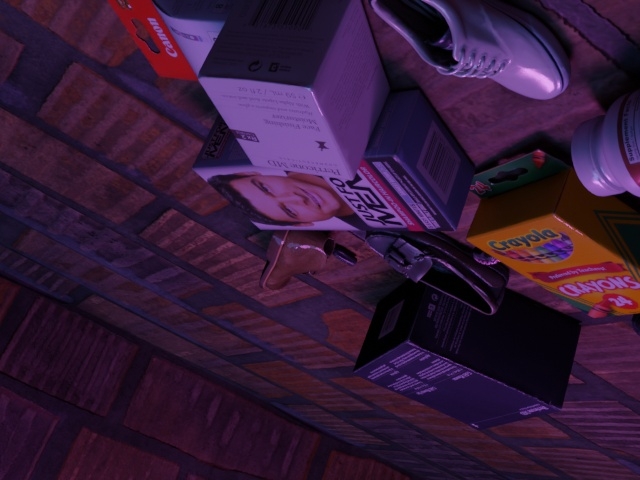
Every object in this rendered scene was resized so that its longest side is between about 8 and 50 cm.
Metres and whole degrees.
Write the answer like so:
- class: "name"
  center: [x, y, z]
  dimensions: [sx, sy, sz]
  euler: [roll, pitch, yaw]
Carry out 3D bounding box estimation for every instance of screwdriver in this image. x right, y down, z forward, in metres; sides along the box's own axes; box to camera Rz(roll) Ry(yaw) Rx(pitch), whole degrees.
- class: "screwdriver"
  center: [0.000, 0.000, 1.515]
  dimensions: [0.170, 0.024, 0.025]
  euler: [33, -176, -11]

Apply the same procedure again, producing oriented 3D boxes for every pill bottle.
- class: "pill bottle"
  center: [0.381, -0.111, 0.818]
  dimensions: [0.121, 0.121, 0.216]
  euler: [33, 154, -25]

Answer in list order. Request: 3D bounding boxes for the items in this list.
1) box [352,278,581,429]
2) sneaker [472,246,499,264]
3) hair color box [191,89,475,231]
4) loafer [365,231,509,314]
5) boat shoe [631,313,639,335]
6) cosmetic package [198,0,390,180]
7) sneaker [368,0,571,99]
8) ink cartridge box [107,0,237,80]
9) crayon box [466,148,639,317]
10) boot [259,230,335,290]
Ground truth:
- class: "box"
  center: [0.277, 0.220, 1.549]
  dimensions: [0.313, 0.178, 0.343]
  euler: [26, 157, -6]
- class: "sneaker"
  center: [0.292, 0.005, 1.255]
  dimensions: [0.119, 0.047, 0.057]
  euler: [-8, 124, 46]
- class: "hair color box"
  center: [0.012, -0.106, 1.151]
  dimensions: [0.375, 0.113, 0.185]
  euler: [2, 150, 40]
- class: "loafer"
  center: [0.198, 0.045, 1.346]
  dimensions: [0.268, 0.084, 0.096]
  euler: [22, 147, -3]
- class: "boat shoe"
  center: [0.621, 0.131, 1.158]
  dimensions: [0.303, 0.114, 0.091]
  euler: [9, -171, -4]
- class: "cosmetic package"
  center: [-0.024, -0.191, 0.947]
  dimensions: [0.151, 0.151, 0.183]
  euler: [11, 155, 25]
- class: "sneaker"
  center: [0.154, -0.211, 0.828]
  dimensions: [0.258, 0.091, 0.094]
  euler: [29, 156, -16]
- class: "ink cartridge box"
  center: [-0.174, -0.254, 1.064]
  dimensions: [0.232, 0.066, 0.189]
  euler: [7, 153, 21]
- class: "crayon box"
  center: [0.356, 0.002, 1.112]
  dimensions: [0.319, 0.081, 0.202]
  euler: [30, 160, -16]
- class: "boot"
  center: [-0.047, 0.044, 1.520]
  dimensions: [0.115, 0.112, 0.305]
  euler: [21, 159, -1]
